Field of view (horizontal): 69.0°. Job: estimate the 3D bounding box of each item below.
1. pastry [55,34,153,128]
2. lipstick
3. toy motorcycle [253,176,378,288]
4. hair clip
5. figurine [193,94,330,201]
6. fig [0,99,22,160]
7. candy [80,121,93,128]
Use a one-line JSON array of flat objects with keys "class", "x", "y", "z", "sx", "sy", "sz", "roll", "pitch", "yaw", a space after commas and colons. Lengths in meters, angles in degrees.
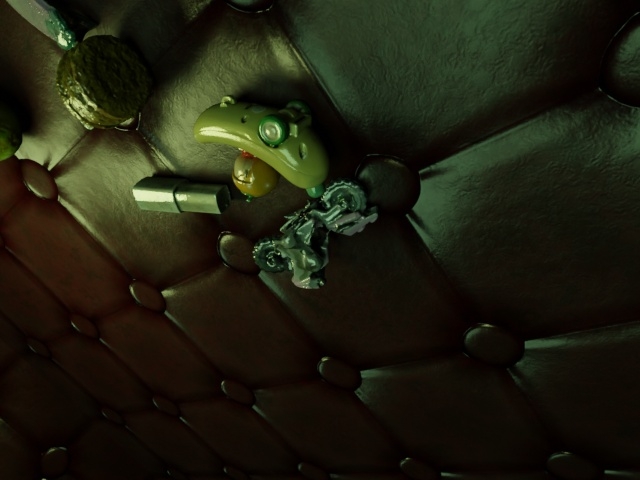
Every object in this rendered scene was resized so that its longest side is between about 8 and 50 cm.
[{"class": "pastry", "x": -0.466, "y": -0.343, "z": 1.011, "sx": 0.103, "sy": 0.189, "sz": 0.189, "roll": -4, "pitch": 123, "yaw": 34}, {"class": "lipstick", "x": -0.356, "y": -0.115, "z": 1.199, "sx": 0.252, "sy": 0.077, "sz": 0.079, "roll": 6, "pitch": 127, "yaw": 23}, {"class": "toy motorcycle", "x": 0.000, "y": 0.000, "z": 1.084, "sx": 0.327, "sy": 0.143, "sz": 0.188, "roll": -37, "pitch": 109, "yaw": 25}, {"class": "hair clip", "x": -0.651, "y": -0.545, "z": 1.025, "sx": 0.358, "sy": 0.110, "sz": 0.096, "roll": 38, "pitch": 92, "yaw": 1}, {"class": "figurine", "x": -0.131, "y": -0.192, "z": 1.003, "sx": 0.324, "sy": 0.124, "sz": 0.222, "roll": 17, "pitch": 130, "yaw": 19}, {"class": "fig", "x": -0.957, "y": -0.337, "z": 1.266, "sx": 0.275, "sy": 0.206, "sz": 0.206, "roll": 45, "pitch": 135, "yaw": 18}, {"class": "candy", "x": -0.595, "y": -0.353, "z": 1.156, "sx": 0.053, "sy": 0.046, "sz": 0.182, "roll": 23, "pitch": 134, "yaw": 11}]
